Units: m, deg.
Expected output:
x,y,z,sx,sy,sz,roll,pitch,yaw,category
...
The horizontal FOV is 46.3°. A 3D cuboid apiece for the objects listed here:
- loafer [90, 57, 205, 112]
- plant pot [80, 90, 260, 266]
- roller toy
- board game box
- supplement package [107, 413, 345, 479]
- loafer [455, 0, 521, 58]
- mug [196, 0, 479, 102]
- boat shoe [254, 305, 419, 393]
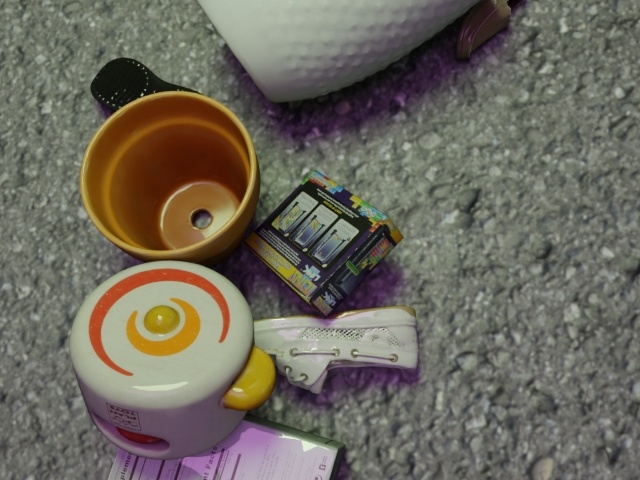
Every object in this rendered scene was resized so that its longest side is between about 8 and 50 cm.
x,y,z,sx,sy,sz,roll,pitch,yaw,category
-0.232,-0.184,1.040,0.220,0.078,0.080,30,77,28,loafer
-0.170,-0.052,0.942,0.205,0.188,0.205,-1,72,3,plant pot
-0.165,0.125,0.808,0.191,0.146,0.209,-18,51,-20,roller toy
0.000,0.000,0.949,0.141,0.048,0.170,-46,41,-4,board game box
-0.107,0.276,0.897,0.244,0.139,0.134,15,79,10,supplement package
0.236,-0.310,1.036,0.050,0.056,0.148,30,82,17,loafer
0.003,-0.356,0.909,0.328,0.374,0.276,-36,62,4,mug
-0.012,0.144,0.938,0.277,0.098,0.096,-7,77,2,boat shoe
